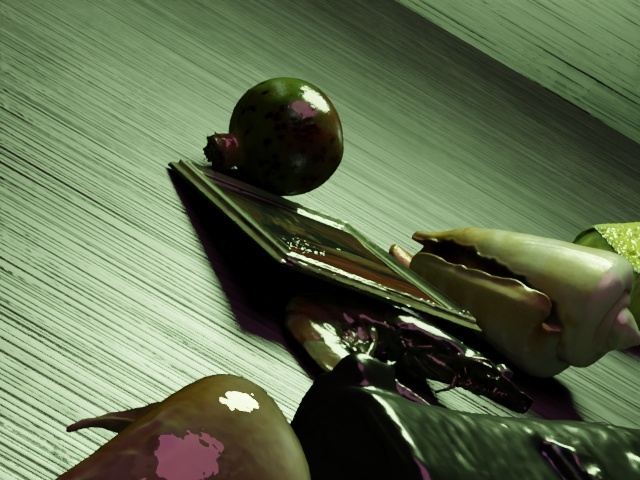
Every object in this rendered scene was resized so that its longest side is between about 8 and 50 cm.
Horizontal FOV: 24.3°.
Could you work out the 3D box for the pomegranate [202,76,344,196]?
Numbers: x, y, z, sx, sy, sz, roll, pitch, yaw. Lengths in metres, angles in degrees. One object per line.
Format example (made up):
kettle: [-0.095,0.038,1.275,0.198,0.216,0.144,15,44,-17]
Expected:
pomegranate: [-0.039,-0.096,1.454,0.130,0.130,0.130,28,17,-9]

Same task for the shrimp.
shrimp: [0.070,0.104,1.189,0.217,0.051,0.150,22,21,-2]

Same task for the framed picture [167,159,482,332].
framed picture: [0.000,0.000,1.326,0.216,0.016,0.273,21,9,-31]

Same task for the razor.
razor: [0.132,0.178,0.967,0.327,0.107,0.189,17,22,-36]

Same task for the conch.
conch: [0.191,0.063,1.431,0.255,0.127,0.158,17,35,40]

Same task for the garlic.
garlic: [-0.083,0.135,0.734,0.164,0.145,0.245,1,12,9]

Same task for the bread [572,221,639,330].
bread: [0.350,0.045,1.711,0.114,0.111,0.129,8,30,-42]
